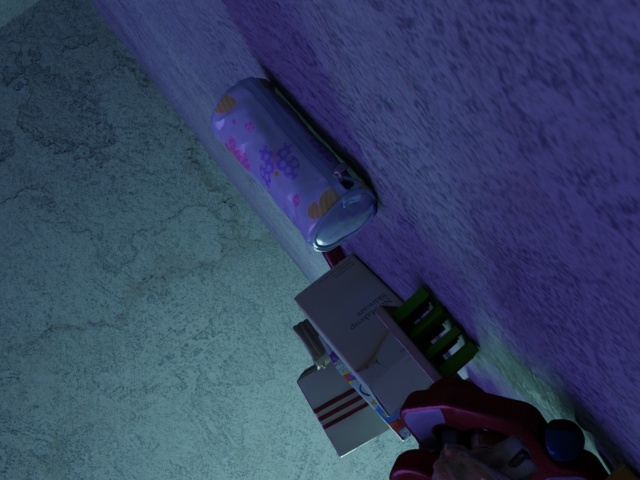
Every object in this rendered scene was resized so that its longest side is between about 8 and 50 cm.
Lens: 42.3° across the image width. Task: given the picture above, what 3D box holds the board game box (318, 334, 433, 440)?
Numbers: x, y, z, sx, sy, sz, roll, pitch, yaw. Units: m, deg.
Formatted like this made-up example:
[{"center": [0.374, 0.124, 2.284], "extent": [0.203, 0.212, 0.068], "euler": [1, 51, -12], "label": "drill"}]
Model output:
[{"center": [0.143, 0.286, 1.826], "extent": [0.275, 0.142, 0.144], "euler": [51, -178, -31], "label": "board game box"}]

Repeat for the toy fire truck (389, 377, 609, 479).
[{"center": [0.253, 0.303, 1.081], "extent": [0.254, 0.169, 0.302], "euler": [-18, 115, 40], "label": "toy fire truck"}]

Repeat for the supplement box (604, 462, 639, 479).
[{"center": [0.372, 0.356, 0.947], "extent": [0.078, 0.080, 0.233], "euler": [40, 165, 52], "label": "supplement box"}]

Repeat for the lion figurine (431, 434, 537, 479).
[{"center": [0.264, 0.409, 0.966], "extent": [0.240, 0.142, 0.392], "euler": [27, 148, 52], "label": "lion figurine"}]

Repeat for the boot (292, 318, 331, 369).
[{"center": [0.078, 0.245, 1.932], "extent": [0.262, 0.203, 0.095], "euler": [54, 174, -18], "label": "boot"}]

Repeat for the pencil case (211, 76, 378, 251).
[{"center": [-0.042, -0.110, 1.150], "extent": [0.273, 0.113, 0.124], "euler": [49, 163, 29], "label": "pencil case"}]

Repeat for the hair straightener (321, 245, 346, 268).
[{"center": [0.000, 0.000, 1.822], "extent": [0.230, 0.047, 0.089], "euler": [54, 174, -16], "label": "hair straightener"}]

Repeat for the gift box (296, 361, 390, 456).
[{"center": [0.107, 0.364, 2.122], "extent": [0.255, 0.258, 0.276], "euler": [60, -176, -2], "label": "gift box"}]

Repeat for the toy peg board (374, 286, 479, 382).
[{"center": [0.179, 0.146, 1.273], "extent": [0.161, 0.079, 0.161], "euler": [50, -170, 15], "label": "toy peg board"}]

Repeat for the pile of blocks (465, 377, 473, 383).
[{"center": [0.327, 0.421, 1.522], "extent": [0.362, 0.113, 0.149], "euler": [53, 174, -6], "label": "pile of blocks"}]

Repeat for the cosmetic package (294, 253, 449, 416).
[{"center": [0.095, 0.174, 1.596], "extent": [0.309, 0.160, 0.113], "euler": [43, 169, 51], "label": "cosmetic package"}]
